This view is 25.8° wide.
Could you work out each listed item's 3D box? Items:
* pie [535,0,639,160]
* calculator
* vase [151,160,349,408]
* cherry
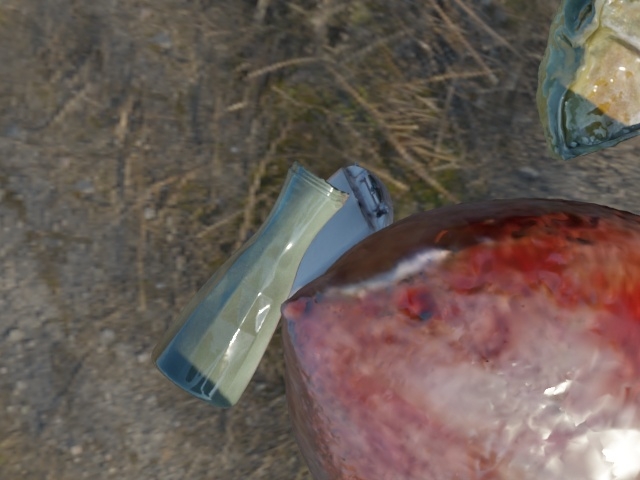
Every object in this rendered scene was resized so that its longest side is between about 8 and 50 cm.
[{"bbox_3d":[0.367,-0.155,1.282,0.337,0.075,0.337,-1,104,-6],"label":"pie"},{"bbox_3d":[0.000,0.000,1.399,0.175,0.032,0.100,-40,50,22],"label":"calculator"},{"bbox_3d":[-0.056,0.035,1.202,0.086,0.086,0.214,34,95,19],"label":"vase"},{"bbox_3d":[0.085,0.067,0.611,0.192,0.250,0.175,-53,34,26],"label":"cherry"}]
